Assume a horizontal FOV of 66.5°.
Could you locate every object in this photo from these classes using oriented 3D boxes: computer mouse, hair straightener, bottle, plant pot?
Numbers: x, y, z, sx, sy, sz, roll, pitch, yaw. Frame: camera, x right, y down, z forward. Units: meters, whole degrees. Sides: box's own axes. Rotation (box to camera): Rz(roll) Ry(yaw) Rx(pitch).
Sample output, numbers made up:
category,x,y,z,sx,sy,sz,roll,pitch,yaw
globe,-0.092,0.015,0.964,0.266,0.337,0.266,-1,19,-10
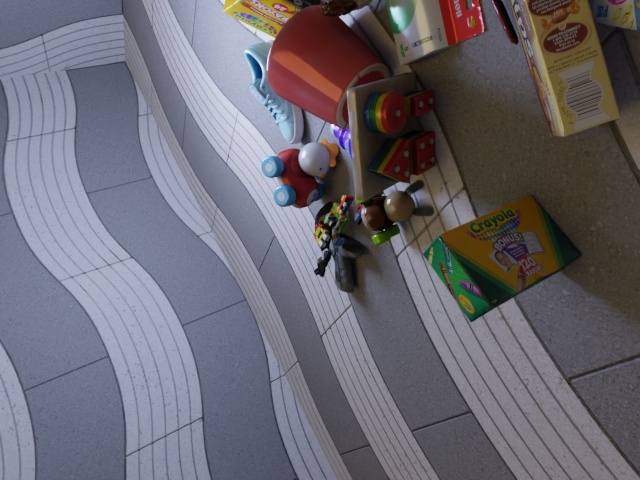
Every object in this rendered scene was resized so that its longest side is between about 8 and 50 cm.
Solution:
category,x,y,z,sx,sy,sz,roll,pitch,yaw
computer mouse,0.000,0.000,1.730,0.060,0.184,0.262,8,126,10
hair straightener,0.358,-0.495,0.922,0.089,0.047,0.230,-27,78,42
bottle,0.129,-0.270,1.395,0.283,0.092,0.118,48,161,40
plant pot,0.034,-0.443,1.310,0.243,0.275,0.275,43,143,23

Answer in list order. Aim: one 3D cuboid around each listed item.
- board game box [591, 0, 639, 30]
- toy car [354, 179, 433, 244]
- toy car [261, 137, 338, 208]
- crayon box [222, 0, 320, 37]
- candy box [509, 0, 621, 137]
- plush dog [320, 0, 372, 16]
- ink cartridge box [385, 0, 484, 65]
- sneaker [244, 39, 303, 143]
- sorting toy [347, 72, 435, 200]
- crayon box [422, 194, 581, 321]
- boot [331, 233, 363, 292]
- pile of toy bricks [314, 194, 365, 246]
category,x,y,z,sx,sy,sz,roll,pitch,yaw
board game box,0.538,-0.408,0.599,0.302,0.086,0.308,40,140,43
toy car,0.219,-0.095,1.370,0.188,0.149,0.155,-21,94,33
toy car,-0.031,-0.240,1.650,0.238,0.219,0.210,-24,86,33
crayon box,-0.164,-0.721,1.500,0.318,0.202,0.081,14,90,58
candy box,0.386,-0.333,0.805,0.087,0.183,0.316,-16,95,20
plush dog,0.058,-0.651,1.190,0.262,0.210,0.225,-48,63,14
ink cartridge box,0.244,-0.511,1.085,0.225,0.056,0.181,3,112,62
sneaker,-0.177,-0.509,1.722,0.135,0.150,0.366,-9,101,62
sorting toy,0.184,-0.250,1.167,0.089,0.255,0.257,14,122,39
crayon box,0.367,0.029,0.986,0.165,0.278,0.081,58,151,20
boot,0.096,0.095,1.725,0.189,0.076,0.208,-136,41,-60
pile of toy bricks,0.059,-0.082,1.614,0.212,0.118,0.105,-60,40,34
